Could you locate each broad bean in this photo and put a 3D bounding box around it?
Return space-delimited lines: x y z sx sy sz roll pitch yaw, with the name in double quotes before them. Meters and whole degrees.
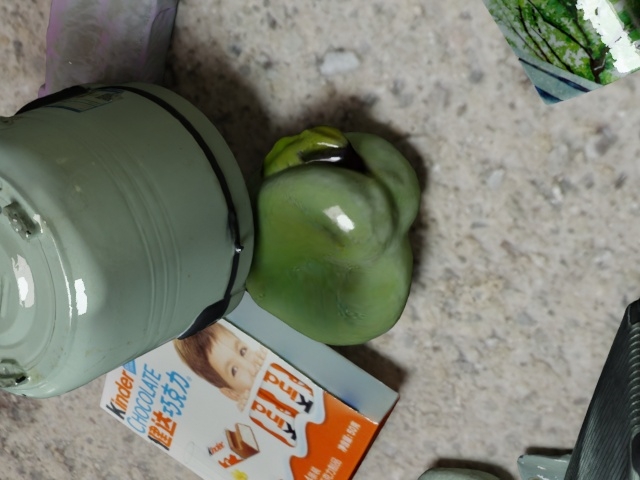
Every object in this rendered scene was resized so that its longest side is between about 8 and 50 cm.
"broad bean" 0.000 0.000 1.098 0.169 0.100 0.228 26 135 26

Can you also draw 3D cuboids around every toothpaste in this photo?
"toothpaste" 0.221 0.283 1.200 0.060 0.038 0.233 1 120 31

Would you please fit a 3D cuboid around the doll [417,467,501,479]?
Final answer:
"doll" 0.110 0.283 1.250 0.103 0.071 0.214 28 130 12

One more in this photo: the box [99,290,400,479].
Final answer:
"box" -0.080 0.151 1.279 0.265 0.048 0.273 33 143 10

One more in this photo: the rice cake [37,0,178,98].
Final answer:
"rice cake" -0.166 -0.196 1.093 0.106 0.050 0.298 32 135 11

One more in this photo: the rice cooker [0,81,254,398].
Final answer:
"rice cooker" -0.182 -0.006 1.054 0.226 0.244 0.226 19 122 33

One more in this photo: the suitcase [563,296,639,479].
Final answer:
"suitcase" 0.253 0.187 0.987 0.128 0.202 0.312 10 131 3

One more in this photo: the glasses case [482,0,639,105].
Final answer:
"glasses case" 0.119 -0.221 0.873 0.095 0.062 0.272 -23 107 42
